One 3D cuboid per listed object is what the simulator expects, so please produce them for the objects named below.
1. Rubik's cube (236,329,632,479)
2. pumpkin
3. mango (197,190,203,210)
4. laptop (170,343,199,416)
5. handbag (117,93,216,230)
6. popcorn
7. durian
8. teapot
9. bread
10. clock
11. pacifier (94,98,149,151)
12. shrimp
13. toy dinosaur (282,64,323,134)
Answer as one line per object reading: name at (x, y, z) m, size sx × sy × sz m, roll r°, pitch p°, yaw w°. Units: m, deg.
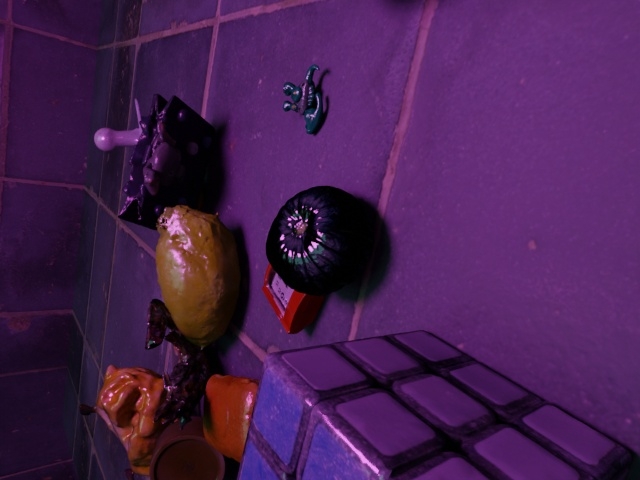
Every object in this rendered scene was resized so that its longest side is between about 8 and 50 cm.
Rubik's cube at (0.102, 0.310, 0.498) m, size 0.305 × 0.304 × 0.301 m, roll 28°, pitch 110°, yaw 46°
pumpkin at (0.000, 0.000, 0.763) m, size 0.202 × 0.140 × 0.202 m, roll -15°, pitch 63°, yaw 31°
mango at (-0.398, -0.141, 1.303) m, size 0.161 × 0.076 × 0.103 m, roll 48°, pitch 119°, yaw 36°
laptop at (-0.424, 0.428, 1.352) m, size 0.188 × 0.015 × 0.269 m, roll -17°, pitch 75°, yaw 49°
handbag at (-0.387, -0.187, 1.120) m, size 0.118 × 0.269 × 0.325 m, roll 10°, pitch 84°, yaw 14°
popcorn at (-0.504, 0.491, 1.255) m, size 0.297 × 0.281 × 0.315 m, roll 11°, pitch 131°, yaw 48°
durian at (-0.302, 0.097, 1.098) m, size 0.256 × 0.205 × 0.339 m, roll 136°, pitch 119°, yaw -65°
teapot at (-0.324, 0.531, 1.117) m, size 0.267 × 0.186 × 0.175 m, roll -59°, pitch 12°, yaw -1°
bread at (-0.179, 0.391, 0.976) m, size 0.245 × 0.121 × 0.174 m, roll -12°, pitch 81°, yaw 54°
clock at (-0.059, 0.099, 0.895) m, size 0.155 × 0.061 × 0.113 m, roll 49°, pitch 124°, yaw 44°
pacifier at (-0.680, -0.358, 1.546) m, size 0.238 × 0.226 × 0.287 m, roll 125°, pitch 134°, yaw -58°
shrimp at (-0.352, 0.288, 1.054) m, size 0.272 × 0.085 × 0.445 m, roll 64°, pitch 177°, yaw -16°
toy dinosaur at (-0.025, -0.288, 0.879) m, size 0.096 × 0.059 × 0.132 m, roll 33°, pitch 122°, yaw 37°
